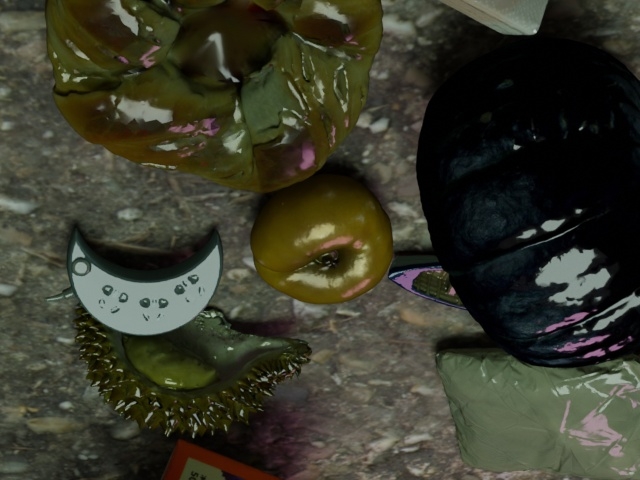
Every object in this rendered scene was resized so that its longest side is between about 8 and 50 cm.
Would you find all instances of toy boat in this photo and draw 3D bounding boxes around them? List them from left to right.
[{"bbox_3d":[0.187,0.052,1.923,0.229,0.046,0.080,11,132,-18],"label":"toy boat"}]

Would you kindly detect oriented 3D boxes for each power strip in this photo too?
[{"bbox_3d":[-0.225,0.048,1.829,0.216,0.044,0.137,-1,110,-9],"label":"power strip"}]

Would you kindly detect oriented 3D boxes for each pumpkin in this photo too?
[{"bbox_3d":[0.257,-0.041,1.627,0.266,0.363,0.363,-21,134,21],"label":"pumpkin"}]

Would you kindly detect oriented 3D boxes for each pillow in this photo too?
[{"bbox_3d":[0.310,0.245,2.064,0.280,0.076,0.274,2,138,17],"label":"pillow"}]

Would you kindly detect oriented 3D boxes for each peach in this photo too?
[{"bbox_3d":[0.000,0.000,1.805,0.179,0.103,0.179,-2,135,-2],"label":"peach"}]

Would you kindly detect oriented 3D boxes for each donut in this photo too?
[{"bbox_3d":[-0.104,-0.209,1.540,0.360,0.170,0.360,-3,133,-3],"label":"donut"}]

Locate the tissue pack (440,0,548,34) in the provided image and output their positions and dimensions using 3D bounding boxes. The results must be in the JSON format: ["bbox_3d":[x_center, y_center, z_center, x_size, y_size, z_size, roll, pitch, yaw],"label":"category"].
[{"bbox_3d":[0.094,-0.336,1.453,0.325,0.071,0.170,23,83,-28],"label":"tissue pack"}]

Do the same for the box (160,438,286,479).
[{"bbox_3d":[-0.153,0.504,2.010,0.257,0.349,0.318,23,150,-4],"label":"box"}]

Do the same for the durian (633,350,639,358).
[{"bbox_3d":[0.423,0.156,2.028,0.130,0.052,0.066,-32,137,28],"label":"durian"}]

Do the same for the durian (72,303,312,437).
[{"bbox_3d":[-0.168,0.167,1.934,0.306,0.166,0.172,6,163,-7],"label":"durian"}]
